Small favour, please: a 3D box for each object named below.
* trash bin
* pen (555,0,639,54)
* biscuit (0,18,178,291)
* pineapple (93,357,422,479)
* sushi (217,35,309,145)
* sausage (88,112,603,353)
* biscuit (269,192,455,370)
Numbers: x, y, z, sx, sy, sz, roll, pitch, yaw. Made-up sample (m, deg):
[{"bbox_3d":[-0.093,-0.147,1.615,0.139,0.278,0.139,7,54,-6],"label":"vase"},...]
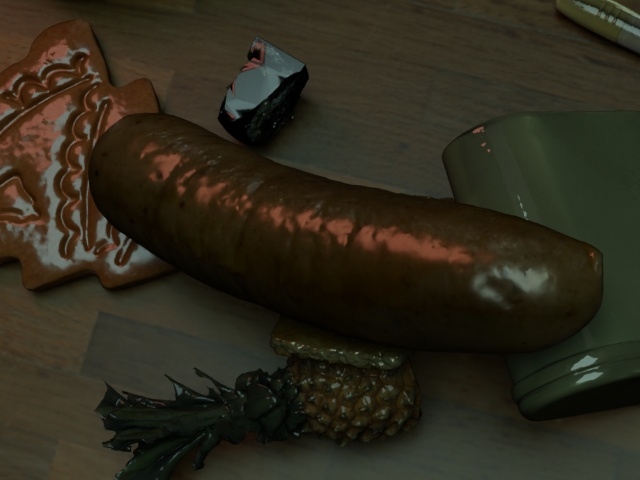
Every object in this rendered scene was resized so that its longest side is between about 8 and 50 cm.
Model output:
[{"bbox_3d":[0.236,0.018,1.310,0.243,0.121,0.247,-5,68,-35],"label":"trash bin"},{"bbox_3d":[0.331,-0.183,1.437,0.233,0.032,0.040,28,56,10],"label":"pen"},{"bbox_3d":[-0.227,-0.061,1.446,0.306,0.043,0.284,25,79,11],"label":"biscuit"},{"bbox_3d":[-0.052,0.151,1.328,0.277,0.119,0.130,-14,58,-2],"label":"pineapple"},{"bbox_3d":[-0.054,-0.132,1.428,0.056,0.085,0.083,31,80,13],"label":"sushi"},{"bbox_3d":[-0.001,0.003,1.260,0.501,0.123,0.136,18,85,33],"label":"sausage"},{"bbox_3d":[0.054,0.032,1.337,0.131,0.025,0.231,8,39,25],"label":"biscuit"}]
